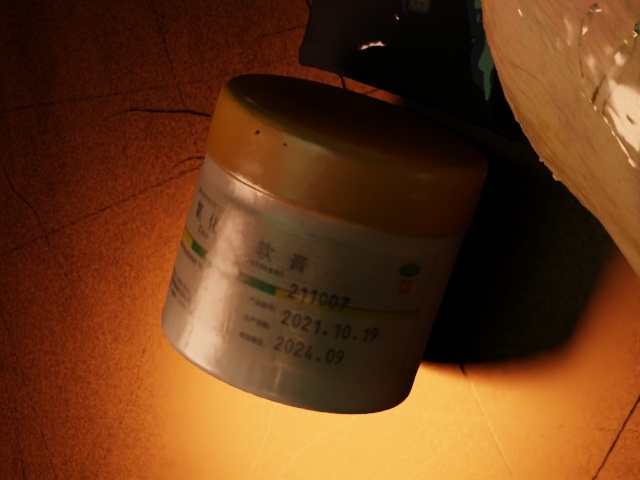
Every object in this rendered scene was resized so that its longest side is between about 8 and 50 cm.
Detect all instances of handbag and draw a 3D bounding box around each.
[{"bbox_3d":[0.093,-0.222,1.372,0.254,0.088,0.211,25,112,36],"label":"handbag"}]

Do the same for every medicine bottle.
[{"bbox_3d":[0.000,0.000,1.356,0.238,0.238,0.232,29,109,36],"label":"medicine bottle"}]

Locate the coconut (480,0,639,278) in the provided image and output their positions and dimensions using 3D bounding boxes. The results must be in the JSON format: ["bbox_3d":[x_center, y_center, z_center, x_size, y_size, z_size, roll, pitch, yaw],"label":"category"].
[{"bbox_3d":[0.291,-0.169,1.015,0.404,0.404,0.405,1,92,40],"label":"coconut"}]
